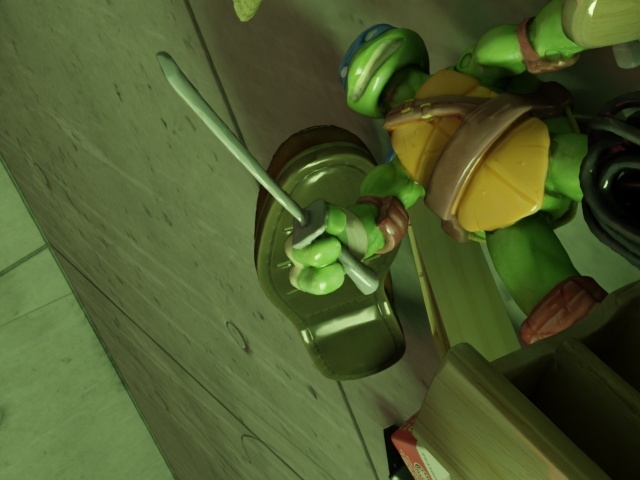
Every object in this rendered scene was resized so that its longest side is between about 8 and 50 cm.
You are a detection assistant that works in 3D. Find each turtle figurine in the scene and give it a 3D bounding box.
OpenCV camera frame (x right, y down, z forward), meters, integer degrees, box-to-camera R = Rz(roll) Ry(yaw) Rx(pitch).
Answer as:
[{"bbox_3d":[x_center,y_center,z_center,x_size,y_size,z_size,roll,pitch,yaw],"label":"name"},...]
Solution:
[{"bbox_3d":[0.083,-0.033,0.529,0.266,0.198,0.274,43,160,21],"label":"turtle figurine"}]

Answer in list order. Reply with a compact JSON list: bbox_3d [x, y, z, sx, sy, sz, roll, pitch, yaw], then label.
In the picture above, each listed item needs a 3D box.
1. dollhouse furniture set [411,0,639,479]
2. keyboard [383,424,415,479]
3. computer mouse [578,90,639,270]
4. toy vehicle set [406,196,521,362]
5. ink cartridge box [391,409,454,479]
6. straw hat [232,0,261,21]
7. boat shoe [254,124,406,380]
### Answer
[{"bbox_3d":[0.151,-0.013,0.336,0.212,0.161,0.242,44,134,32],"label":"dollhouse furniture set"},{"bbox_3d":[0.144,0.344,1.151,0.317,0.033,0.201,62,-172,-18],"label":"keyboard"},{"bbox_3d":[0.172,-0.063,0.226,0.184,0.060,0.262,46,114,32],"label":"computer mouse"},{"bbox_3d":[0.097,0.076,0.713,0.266,0.035,0.166,-101,-4,-55],"label":"toy vehicle set"},{"bbox_3d":[0.166,0.199,0.857,0.158,0.092,0.218,60,158,-11],"label":"ink cartridge box"},{"bbox_3d":[-0.007,-0.195,0.675,0.061,0.144,0.144,10,148,7],"label":"straw hat"},{"bbox_3d":[0.000,0.000,0.891,0.307,0.111,0.104,83,172,-57],"label":"boat shoe"}]
